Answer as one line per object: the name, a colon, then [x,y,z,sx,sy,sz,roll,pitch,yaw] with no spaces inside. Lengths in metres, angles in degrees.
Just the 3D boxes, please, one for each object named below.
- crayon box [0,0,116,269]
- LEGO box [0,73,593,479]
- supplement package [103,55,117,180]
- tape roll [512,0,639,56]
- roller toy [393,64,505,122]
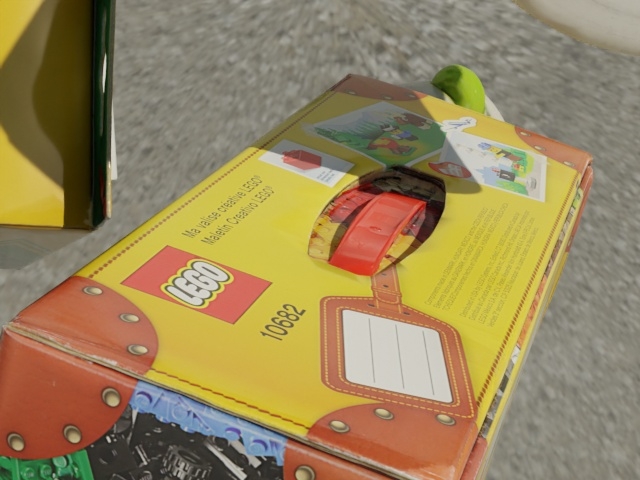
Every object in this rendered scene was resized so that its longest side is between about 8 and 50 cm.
crayon box: [-0.216,-0.094,0.967,0.081,0.318,0.202,3,82,-23]
LEGO box: [-0.011,0.148,0.798,0.193,0.500,0.372,20,112,10]
supplement package: [-0.283,-0.171,1.257,0.139,0.134,0.244,-8,100,-37]
tape roll: [0.171,-0.229,0.631,0.246,0.169,0.246,2,131,2]
roller toy: [0.110,-0.081,1.558,0.146,0.191,0.209,-12,90,-34]
